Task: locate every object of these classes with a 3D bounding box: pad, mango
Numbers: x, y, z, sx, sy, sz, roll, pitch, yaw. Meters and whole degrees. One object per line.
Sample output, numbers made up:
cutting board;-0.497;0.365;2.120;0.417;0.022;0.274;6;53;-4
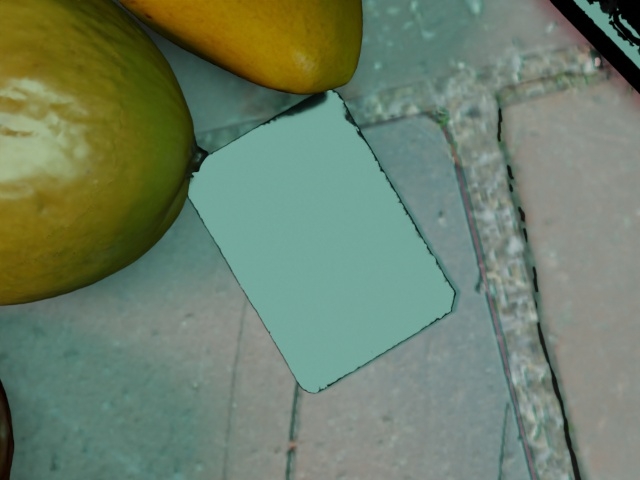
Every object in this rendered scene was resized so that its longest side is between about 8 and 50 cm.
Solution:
pad;0.000;0.000;1.056;0.112;0.003;0.157;-30;92;-8
mango;-0.227;-0.079;0.960;0.332;0.142;0.195;19;79;-7
mango;-0.056;-0.170;0.994;0.102;0.141;0.217;-37;101;32

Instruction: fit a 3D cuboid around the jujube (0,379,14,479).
jujube;-0.263;0.148;0.946;0.168;0.168;0.236;23;100;-6

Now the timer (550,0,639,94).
timer;0.229;-0.182;1.074;0.144;0.055;0.187;45;78;-6
